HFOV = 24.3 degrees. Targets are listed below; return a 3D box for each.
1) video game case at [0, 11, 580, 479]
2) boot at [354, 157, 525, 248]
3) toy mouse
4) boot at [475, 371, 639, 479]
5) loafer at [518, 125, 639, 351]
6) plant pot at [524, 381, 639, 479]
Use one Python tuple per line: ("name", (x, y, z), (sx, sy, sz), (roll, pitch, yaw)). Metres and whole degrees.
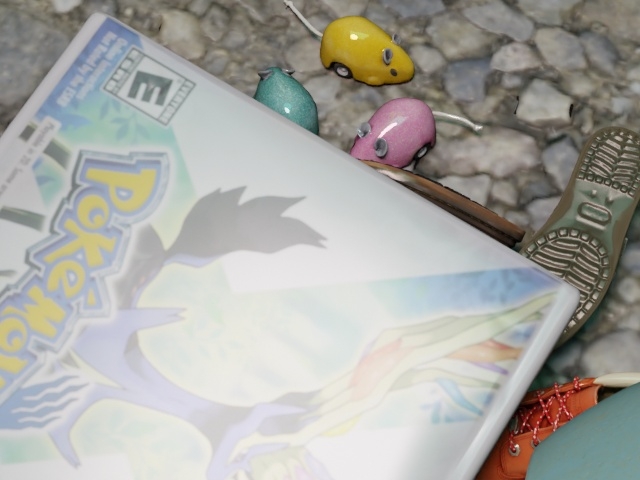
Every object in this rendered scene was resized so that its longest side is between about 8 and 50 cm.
("video game case", (-0.081, 0.086, 0.735), (0.300, 0.036, 0.329), (31, 75, 10))
("boot", (0.000, 0.000, 0.845), (0.219, 0.082, 0.106), (18, 91, -1))
("toy mouse", (0.013, -0.081, 0.911), (0.161, 0.031, 0.143), (26, 60, 14))
("boot", (0.114, 0.096, 0.770), (0.158, 0.084, 0.059), (-1, 59, -1))
("loafer", (0.148, 0.006, 0.852), (0.056, 0.050, 0.148), (29, 76, 17))
("plant pot", (0.207, 0.174, 0.615), (0.235, 0.293, 0.293), (-4, 55, 15))
